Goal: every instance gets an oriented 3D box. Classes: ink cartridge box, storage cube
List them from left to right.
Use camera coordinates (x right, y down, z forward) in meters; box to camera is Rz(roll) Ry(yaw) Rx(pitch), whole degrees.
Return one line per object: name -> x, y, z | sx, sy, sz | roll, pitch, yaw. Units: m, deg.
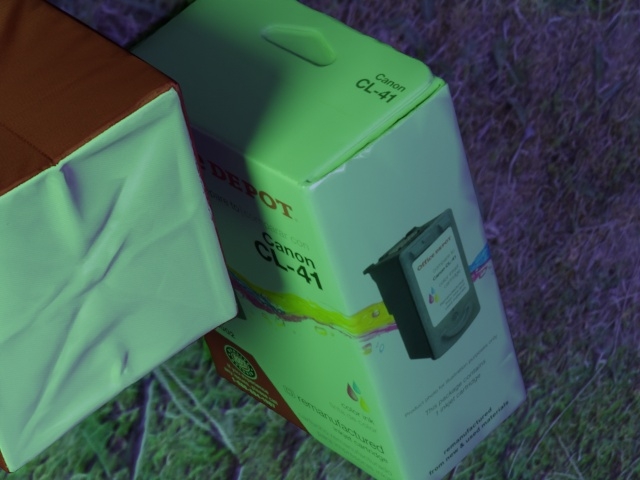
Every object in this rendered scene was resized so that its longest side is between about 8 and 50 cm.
storage cube -> -0.191, -0.016, 1.195 | 0.183, 0.193, 0.215 | -34, 135, -25
ink cartridge box -> 0.000, 0.000, 1.368 | 0.131, 0.226, 0.306 | -40, 135, -21
